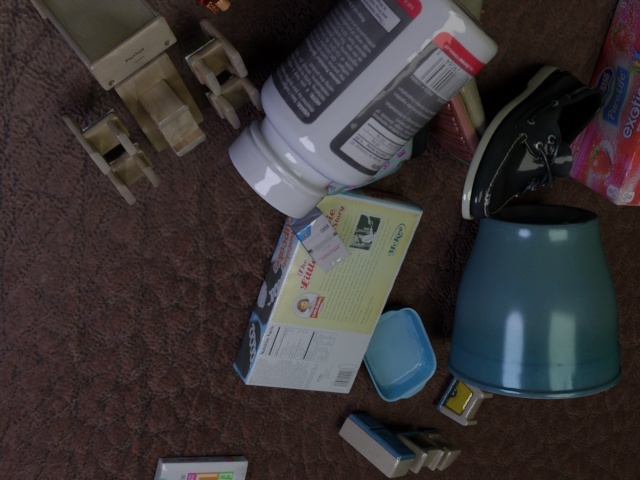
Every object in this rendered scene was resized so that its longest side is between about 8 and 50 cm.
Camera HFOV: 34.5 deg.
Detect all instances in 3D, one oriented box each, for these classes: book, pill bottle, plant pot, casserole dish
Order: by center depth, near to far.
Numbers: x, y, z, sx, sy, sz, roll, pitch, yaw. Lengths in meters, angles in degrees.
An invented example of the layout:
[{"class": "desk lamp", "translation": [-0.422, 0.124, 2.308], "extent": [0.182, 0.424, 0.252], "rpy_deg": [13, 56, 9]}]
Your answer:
[{"class": "pill bottle", "translation": [0.042, -0.178, 1.234], "extent": [0.318, 0.176, 0.176], "rpy_deg": [-44, 129, 16]}, {"class": "plant pot", "translation": [0.337, 0.080, 1.606], "extent": [0.272, 0.272, 0.255], "rpy_deg": [-7, 105, -26]}, {"class": "book", "translation": [-0.192, 0.383, 1.613], "extent": [0.144, 0.035, 0.096], "rpy_deg": [5, 109, -29]}, {"class": "casserole dish", "translation": [0.120, 0.179, 1.668], "extent": [0.114, 0.037, 0.188], "rpy_deg": [-32, 126, -10]}]

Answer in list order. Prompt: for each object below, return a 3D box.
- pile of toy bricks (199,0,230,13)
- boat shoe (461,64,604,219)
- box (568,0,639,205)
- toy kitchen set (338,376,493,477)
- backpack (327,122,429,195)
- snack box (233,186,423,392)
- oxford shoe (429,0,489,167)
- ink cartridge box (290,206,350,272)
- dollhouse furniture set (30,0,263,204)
[{"class": "pile of toy bricks", "translation": [-0.089, -0.359, 1.219], "extent": [0.212, 0.105, 0.118], "rpy_deg": [-49, 128, 3]}, {"class": "boat shoe", "translation": [0.311, -0.133, 1.460], "extent": [0.340, 0.113, 0.127], "rpy_deg": [-45, 147, -43]}, {"class": "box", "translation": [0.519, -0.214, 1.609], "extent": [0.154, 0.142, 0.300], "rpy_deg": [1, 115, -29]}, {"class": "toy kitchen set", "translation": [0.164, 0.287, 1.725], "extent": [0.207, 0.122, 0.166], "rpy_deg": [10, 111, -54]}, {"class": "backpack", "translation": [0.054, -0.141, 1.396], "extent": [0.182, 0.115, 0.152], "rpy_deg": [-20, 149, -9]}, {"class": "snack box", "translation": [0.009, 0.073, 1.533], "extent": [0.187, 0.060, 0.322], "rpy_deg": [11, 110, -31]}, {"class": "oxford shoe", "translation": [0.180, -0.268, 1.399], "extent": [0.146, 0.140, 0.397], "rpy_deg": [-38, 129, -13]}, {"class": "ink cartridge box", "translation": [0.000, 0.000, 1.436], "extent": [0.048, 0.028, 0.083], "rpy_deg": [-37, 124, -4]}, {"class": "dollhouse furniture set", "translation": [-0.222, -0.207, 1.237], "extent": [0.212, 0.161, 0.242], "rpy_deg": [-37, 149, -6]}]
